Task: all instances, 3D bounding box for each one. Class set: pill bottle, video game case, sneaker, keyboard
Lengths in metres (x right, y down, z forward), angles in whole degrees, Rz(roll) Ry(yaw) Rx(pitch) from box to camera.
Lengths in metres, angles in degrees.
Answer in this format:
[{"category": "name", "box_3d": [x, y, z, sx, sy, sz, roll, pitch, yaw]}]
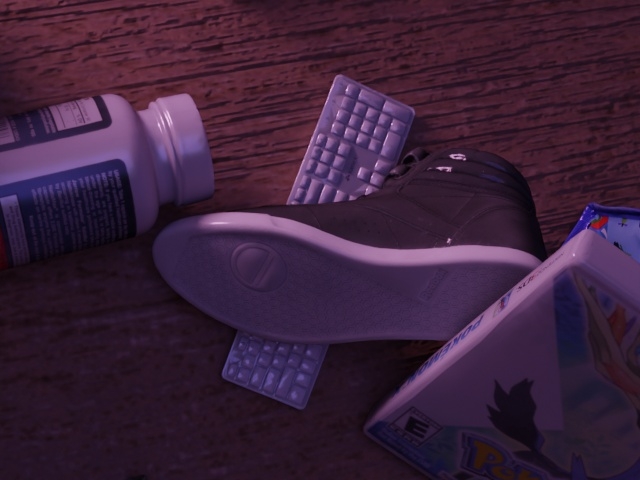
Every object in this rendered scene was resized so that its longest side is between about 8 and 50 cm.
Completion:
[{"category": "pill bottle", "box_3d": [-0.174, -0.047, 1.134, 0.180, 0.108, 0.108, -14, 87, -13]}, {"category": "video game case", "box_3d": [0.232, 0.161, 1.112, 0.329, 0.300, 0.036, 35, 51, -6]}, {"category": "sneaker", "box_3d": [0.029, -0.004, 1.176, 0.295, 0.147, 0.104, 3, 126, 8]}, {"category": "keyboard", "box_3d": [0.000, 0.000, 1.214, 0.072, 0.014, 0.256, 22, 80, -9]}]

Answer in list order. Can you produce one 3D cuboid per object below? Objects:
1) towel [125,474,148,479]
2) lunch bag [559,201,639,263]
[{"category": "towel", "box_3d": [-0.157, 0.377, 1.076, 0.271, 0.040, 0.370, -21, 89, -39]}, {"category": "lunch bag", "box_3d": [0.297, 0.071, 1.127, 0.221, 0.293, 0.138, 37, 78, -6]}]
